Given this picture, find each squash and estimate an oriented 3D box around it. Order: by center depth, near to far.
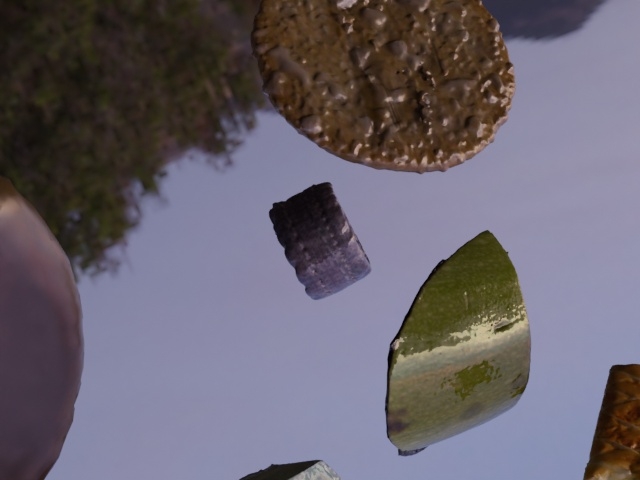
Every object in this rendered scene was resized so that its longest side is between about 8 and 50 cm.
[{"bbox_3d":[0.133,0.113,1.405,0.085,0.192,0.184,16,-144,28],"label":"squash"}]

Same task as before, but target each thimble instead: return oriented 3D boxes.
[{"bbox_3d":[0.001,0.002,2.188,0.097,0.150,0.150,-26,-172,4],"label":"thimble"}]

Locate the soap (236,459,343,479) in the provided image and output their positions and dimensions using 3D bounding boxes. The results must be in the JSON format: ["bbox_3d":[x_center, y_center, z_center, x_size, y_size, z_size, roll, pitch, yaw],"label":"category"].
[{"bbox_3d":[-0.038,0.306,1.525,0.091,0.145,0.230,-18,-149,37],"label":"soap"}]

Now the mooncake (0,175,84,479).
[{"bbox_3d":[-0.398,0.104,1.191,0.394,0.393,0.246,6,-170,-40],"label":"mooncake"}]

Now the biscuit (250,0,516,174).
[{"bbox_3d":[0.050,-0.145,1.259,0.219,0.220,0.033,-27,164,-27],"label":"biscuit"}]

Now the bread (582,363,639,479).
[{"bbox_3d":[0.331,0.202,1.564,0.125,0.068,0.188,10,-148,14],"label":"bread"}]
